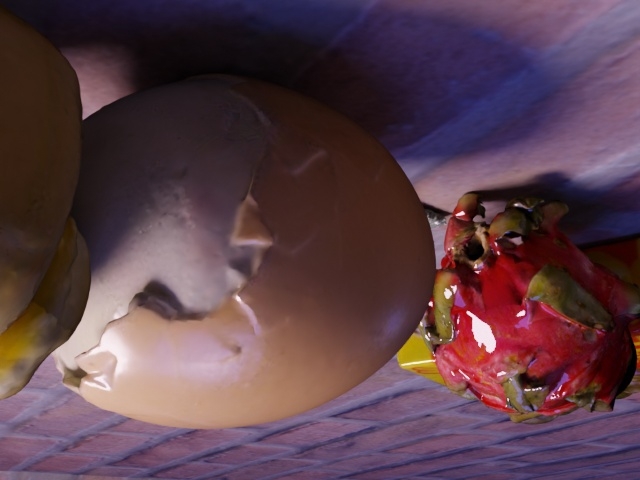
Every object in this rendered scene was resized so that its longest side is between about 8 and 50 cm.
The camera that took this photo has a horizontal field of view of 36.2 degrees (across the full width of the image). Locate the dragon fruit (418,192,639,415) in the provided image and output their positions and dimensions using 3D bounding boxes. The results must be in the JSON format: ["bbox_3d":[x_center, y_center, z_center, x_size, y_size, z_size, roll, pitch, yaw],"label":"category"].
[{"bbox_3d":[0.158,0.050,0.743,0.166,0.160,0.172,-30,137,21],"label":"dragon fruit"}]

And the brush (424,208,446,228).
[{"bbox_3d":[0.000,0.000,0.814,0.083,0.011,0.205,17,154,-41],"label":"brush"}]

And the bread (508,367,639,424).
[{"bbox_3d":[0.292,0.146,1.106,0.087,0.098,0.269,-38,178,-28],"label":"bread"}]

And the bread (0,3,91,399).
[{"bbox_3d":[-0.254,-0.045,0.396,0.341,0.210,0.300,17,155,-33],"label":"bread"}]

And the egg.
[{"bbox_3d":[-0.044,0.008,0.564,0.244,0.201,0.201,9,158,-31],"label":"egg"}]

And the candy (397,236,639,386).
[{"bbox_3d":[0.220,0.073,0.905,0.276,0.088,0.146,-13,155,32],"label":"candy"}]
